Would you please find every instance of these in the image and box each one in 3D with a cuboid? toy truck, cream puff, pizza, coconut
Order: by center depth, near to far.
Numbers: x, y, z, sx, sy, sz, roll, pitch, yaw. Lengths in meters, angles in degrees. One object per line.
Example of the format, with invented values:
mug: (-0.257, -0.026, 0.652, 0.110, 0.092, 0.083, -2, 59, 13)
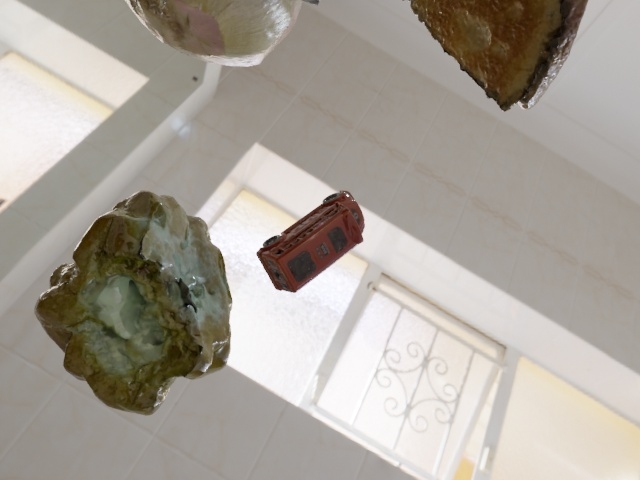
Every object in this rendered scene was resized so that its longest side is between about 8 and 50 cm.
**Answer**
coconut: (-0.159, -0.409, 0.872, 0.297, 0.254, 0.297, 5, -25, 2)
cream puff: (-0.293, 0.093, 0.939, 0.270, 0.274, 0.323, -16, -78, 21)
pizza: (0.319, -0.421, 0.973, 0.435, 0.080, 0.391, -18, -89, 62)
toy truck: (0.000, 0.000, 1.184, 0.114, 0.253, 0.107, 11, -47, 59)

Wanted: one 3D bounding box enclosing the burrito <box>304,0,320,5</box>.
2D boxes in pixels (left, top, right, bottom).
burrito: (-0.048, -0.242, 0.456, 0.064, 0.203, 0.064, 3, -83, 25)
